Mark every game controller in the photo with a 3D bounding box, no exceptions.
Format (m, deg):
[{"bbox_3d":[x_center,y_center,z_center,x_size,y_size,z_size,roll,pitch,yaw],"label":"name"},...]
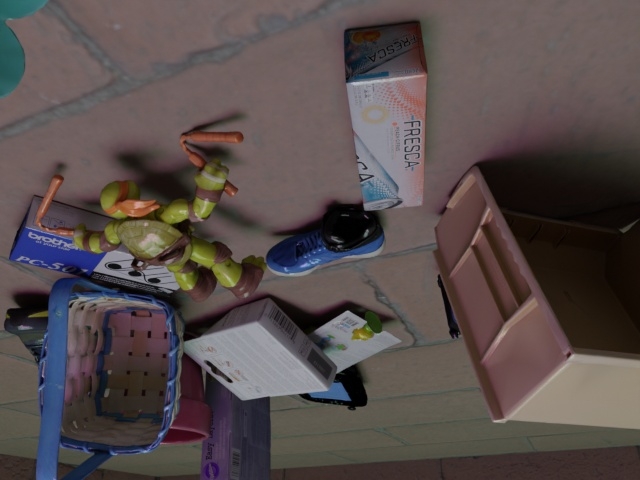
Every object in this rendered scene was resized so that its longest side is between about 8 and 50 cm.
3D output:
[{"bbox_3d":[0.012,0.324,1.246,0.167,0.067,0.319,-5,150,9],"label":"game controller"}]

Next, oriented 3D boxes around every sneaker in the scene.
[{"bbox_3d":[-0.447,0.200,0.957,0.111,0.121,0.300,-2,151,3],"label":"sneaker"},{"bbox_3d":[0.000,-0.001,0.662,0.152,0.058,0.084,-9,156,7],"label":"sneaker"}]

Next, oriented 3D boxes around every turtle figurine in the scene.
[{"bbox_3d":[-0.153,-0.006,0.595,0.270,0.087,0.217,-21,140,21],"label":"turtle figurine"}]

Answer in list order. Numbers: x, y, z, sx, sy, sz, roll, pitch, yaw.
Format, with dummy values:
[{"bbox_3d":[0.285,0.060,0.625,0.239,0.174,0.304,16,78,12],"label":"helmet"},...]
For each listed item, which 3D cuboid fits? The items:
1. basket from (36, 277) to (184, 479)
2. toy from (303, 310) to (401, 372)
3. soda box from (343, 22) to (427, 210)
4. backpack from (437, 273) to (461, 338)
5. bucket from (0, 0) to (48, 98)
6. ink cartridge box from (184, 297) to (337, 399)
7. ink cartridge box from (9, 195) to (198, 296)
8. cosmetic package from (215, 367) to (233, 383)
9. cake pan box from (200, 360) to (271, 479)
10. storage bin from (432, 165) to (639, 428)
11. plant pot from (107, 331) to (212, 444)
[{"bbox_3d":[-0.304,0.191,0.783,0.201,0.254,0.289,2,170,0],"label":"basket"},{"bbox_3d":[0.013,0.186,1.004,0.137,0.056,0.237,32,133,-31],"label":"toy"},{"bbox_3d":[0.060,-0.099,0.489,0.063,0.058,0.183,-5,150,7],"label":"soda box"},{"bbox_3d":[0.227,0.068,0.746,0.115,0.104,0.084,-7,152,0],"label":"backpack"},{"bbox_3d":[-0.220,-0.149,0.185,0.183,0.281,0.281,18,147,-15],"label":"bucket"},{"bbox_3d":[-0.115,0.200,0.969,0.232,0.066,0.189,-17,124,43],"label":"ink cartridge box"},{"bbox_3d":[-0.270,0.015,0.703,0.207,0.046,0.097,19,145,-30],"label":"ink cartridge box"},{"bbox_3d":[-0.145,0.260,1.106,0.115,0.041,0.060,6,179,-40],"label":"cosmetic package"},{"bbox_3d":[-0.173,0.406,1.187,0.070,0.266,0.245,-11,152,13],"label":"cake pan box"},{"bbox_3d":[0.280,0.056,0.576,0.263,0.260,0.123,9,132,-16],"label":"storage bin"},{"bbox_3d":[-0.302,0.273,1.031,0.202,0.180,0.201,-1,151,0],"label":"plant pot"}]
